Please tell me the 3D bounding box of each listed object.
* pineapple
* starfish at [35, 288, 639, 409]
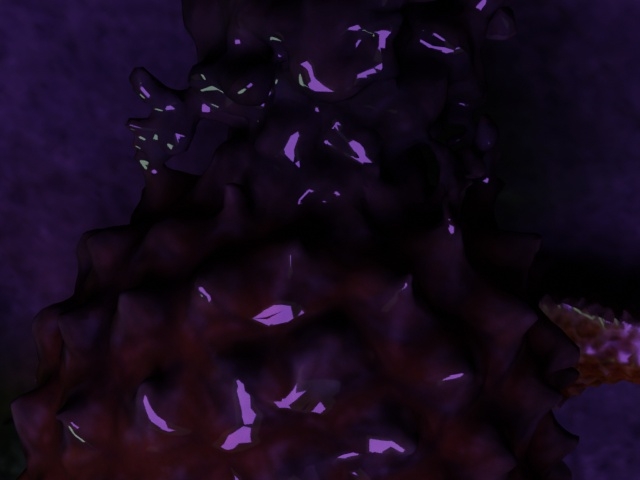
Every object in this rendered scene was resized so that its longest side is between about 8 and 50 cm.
[{"bbox_3d":[0.000,0.000,0.530,0.175,0.175,0.361,11,110,7],"label":"pineapple"},{"bbox_3d":[0.013,0.141,0.719,0.303,0.113,0.312,15,124,6],"label":"starfish"}]
